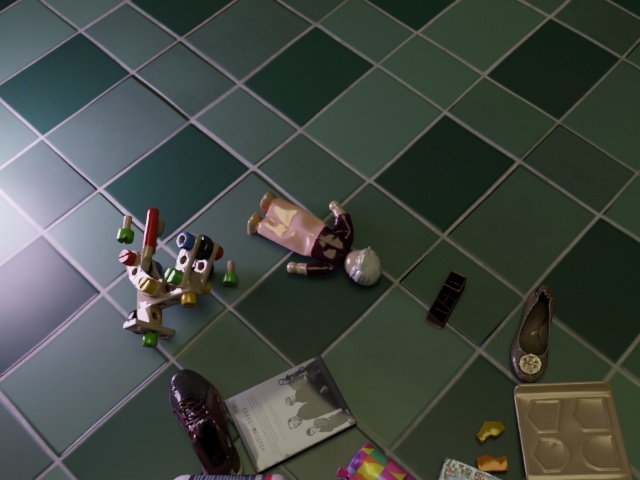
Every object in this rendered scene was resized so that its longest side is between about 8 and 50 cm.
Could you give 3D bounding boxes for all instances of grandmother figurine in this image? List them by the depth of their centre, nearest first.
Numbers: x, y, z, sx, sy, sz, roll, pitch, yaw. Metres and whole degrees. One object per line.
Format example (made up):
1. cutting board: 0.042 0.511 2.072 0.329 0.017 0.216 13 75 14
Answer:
1. grandmother figurine: 0.000 0.000 1.836 0.342 0.104 0.208 30 92 14

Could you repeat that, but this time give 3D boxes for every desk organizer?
1. desk organizer: 0.296 0.138 1.769 0.047 0.050 0.130 26 63 15

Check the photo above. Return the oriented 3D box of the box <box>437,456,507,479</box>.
1. box: 0.307 0.513 1.548 0.137 0.027 0.094 19 78 12

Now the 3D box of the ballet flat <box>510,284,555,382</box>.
1. ballet flat: 0.491 0.204 1.717 0.084 0.058 0.250 17 58 11

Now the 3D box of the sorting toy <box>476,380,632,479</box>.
1. sorting toy: 0.484 0.419 1.612 0.307 0.041 0.229 -3 57 6

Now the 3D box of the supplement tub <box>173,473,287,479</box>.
1. supplement tub: -0.195 0.550 1.453 0.272 0.191 0.191 -1 59 1

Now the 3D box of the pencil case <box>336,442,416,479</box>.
1. pencil case: 0.150 0.516 1.522 0.236 0.104 0.104 33 65 19

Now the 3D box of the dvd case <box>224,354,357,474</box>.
1. dvd case: -0.066 0.377 1.647 0.238 0.030 0.179 -24 62 -12

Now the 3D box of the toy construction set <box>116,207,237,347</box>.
1. toy construction set: -0.352 0.101 1.675 0.257 0.309 0.237 -2 64 9

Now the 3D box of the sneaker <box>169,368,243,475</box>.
1. sneaker: -0.244 0.368 1.577 0.106 0.162 0.281 -27 63 -14
